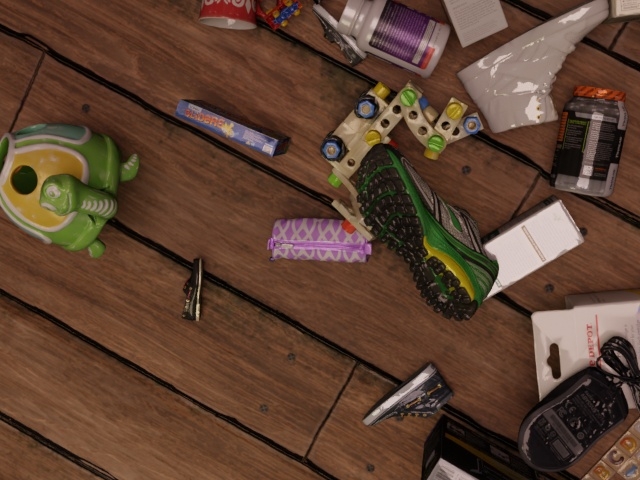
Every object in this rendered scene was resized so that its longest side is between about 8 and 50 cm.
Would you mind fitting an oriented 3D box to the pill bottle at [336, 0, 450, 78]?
[{"bbox_3d":[0.132,-0.384,1.627,0.194,0.108,0.108,23,100,-4],"label":"pill bottle"}]

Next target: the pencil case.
[{"bbox_3d":[0.000,0.000,1.720,0.206,0.088,0.086,0,96,8],"label":"pencil case"}]

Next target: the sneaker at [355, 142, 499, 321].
[{"bbox_3d":[0.189,-0.029,1.571,0.134,0.146,0.343,-19,109,52],"label":"sneaker"}]

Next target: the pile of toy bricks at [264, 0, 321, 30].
[{"bbox_3d":[-0.039,-0.505,1.650,0.212,0.105,0.118,-38,130,10],"label":"pile of toy bricks"}]

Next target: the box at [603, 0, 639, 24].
[{"bbox_3d":[0.562,-0.548,1.545,0.148,0.121,0.311,-4,97,9],"label":"box"}]

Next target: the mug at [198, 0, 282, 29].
[{"bbox_3d":[-0.157,-0.494,1.685,0.113,0.150,0.169,8,95,44],"label":"mug"}]

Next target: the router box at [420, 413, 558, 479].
[{"bbox_3d":[0.340,0.468,1.651,0.309,0.243,0.081,30,101,4],"label":"router box"}]

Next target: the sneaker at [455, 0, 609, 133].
[{"bbox_3d":[0.413,-0.306,1.602,0.293,0.108,0.169,-28,95,29],"label":"sneaker"}]

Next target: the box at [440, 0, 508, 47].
[{"bbox_3d":[0.251,-0.455,1.566,0.091,0.130,0.170,-23,126,11],"label":"box"}]

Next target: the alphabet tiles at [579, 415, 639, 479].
[{"bbox_3d":[0.649,0.460,1.722,0.198,0.009,0.237,39,102,2],"label":"alphabet tiles"}]

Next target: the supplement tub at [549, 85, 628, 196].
[{"bbox_3d":[0.490,-0.180,1.607,0.117,0.117,0.190,11,99,7],"label":"supplement tub"}]

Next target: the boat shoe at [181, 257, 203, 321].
[{"bbox_3d":[-0.259,0.099,1.790,0.042,0.049,0.133,7,103,0],"label":"boat shoe"}]

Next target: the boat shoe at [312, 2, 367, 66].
[{"bbox_3d":[0.030,-0.392,1.684,0.040,0.049,0.142,-43,92,12],"label":"boat shoe"}]

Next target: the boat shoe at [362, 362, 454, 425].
[{"bbox_3d":[0.174,0.328,1.747,0.183,0.065,0.083,-39,89,10],"label":"boat shoe"}]

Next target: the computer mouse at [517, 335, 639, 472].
[{"bbox_3d":[0.471,0.312,1.585,0.272,0.072,0.188,-34,91,0],"label":"computer mouse"}]

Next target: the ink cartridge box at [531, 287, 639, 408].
[{"bbox_3d":[0.574,0.199,1.642,0.354,0.119,0.207,-5,98,9],"label":"ink cartridge box"}]

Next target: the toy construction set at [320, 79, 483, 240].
[{"bbox_3d":[0.126,-0.166,1.657,0.215,0.151,0.327,40,95,-4],"label":"toy construction set"}]

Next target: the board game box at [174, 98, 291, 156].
[{"bbox_3d":[-0.164,-0.216,1.691,0.201,0.136,0.035,23,101,4],"label":"board game box"}]

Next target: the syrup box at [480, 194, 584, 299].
[{"bbox_3d":[0.365,0.018,1.663,0.237,0.093,0.096,-31,92,11],"label":"syrup box"}]

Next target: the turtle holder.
[{"bbox_3d":[-0.493,-0.091,1.655,0.227,0.320,0.243,21,121,-31],"label":"turtle holder"}]
